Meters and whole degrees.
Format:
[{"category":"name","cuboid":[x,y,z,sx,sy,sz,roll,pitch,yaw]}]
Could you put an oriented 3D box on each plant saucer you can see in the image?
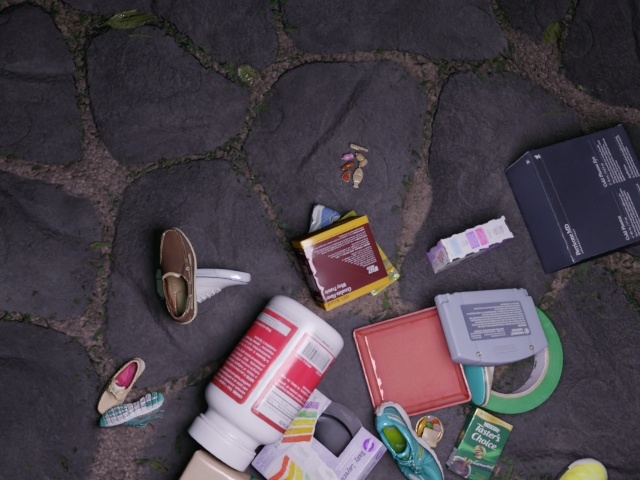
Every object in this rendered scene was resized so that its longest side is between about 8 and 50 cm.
[{"category":"plant saucer","cuboid":[0.246,0.333,1.670,0.259,0.048,0.258,-18,79,13]}]

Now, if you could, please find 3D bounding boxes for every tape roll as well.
[{"category":"tape roll","cuboid":[0.504,0.315,1.721,0.322,0.077,0.321,1,77,-6]}]

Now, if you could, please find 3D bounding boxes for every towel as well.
[{"category":"towel","cuboid":[0.122,0.036,1.744,0.102,0.021,0.237,-38,100,-14]}]

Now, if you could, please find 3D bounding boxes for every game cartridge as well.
[{"category":"game cartridge","cuboid":[0.449,0.227,1.617,0.297,0.062,0.198,-1,69,-25]}]

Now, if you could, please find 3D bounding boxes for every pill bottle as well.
[{"category":"pill bottle","cuboid":[-0.141,0.359,1.567,0.229,0.229,0.407,36,76,3]}]

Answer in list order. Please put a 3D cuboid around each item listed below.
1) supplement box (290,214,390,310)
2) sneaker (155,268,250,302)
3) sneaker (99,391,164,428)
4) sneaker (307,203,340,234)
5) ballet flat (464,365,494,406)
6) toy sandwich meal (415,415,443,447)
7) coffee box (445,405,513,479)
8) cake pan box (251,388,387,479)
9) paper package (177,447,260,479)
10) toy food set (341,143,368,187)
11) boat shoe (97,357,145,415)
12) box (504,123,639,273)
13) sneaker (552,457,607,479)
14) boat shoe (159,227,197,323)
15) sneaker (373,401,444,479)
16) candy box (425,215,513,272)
[{"category":"supplement box","cuboid":[0.051,0.057,1.650,0.191,0.129,0.194,-23,96,-13]},{"category":"sneaker","cuboid":[-0.319,0.123,1.686,0.258,0.094,0.091,-1,86,3]},{"category":"sneaker","cuboid":[-0.478,0.456,1.590,0.167,0.065,0.076,-16,120,-11]},{"category":"sneaker","cuboid":[0.000,0.000,1.744,0.081,0.080,0.211,12,77,1]},{"category":"ballet flat","cuboid":[0.418,0.309,1.639,0.086,0.086,0.248,-11,77,-8]},{"category":"toy sandwich meal","cuboid":[0.296,0.517,1.675,0.086,0.029,0.085,1,76,-5]},{"category":"coffee box","cuboid":[0.426,0.552,1.662,0.113,0.040,0.184,29,84,2]},{"category":"cake pan box","cuboid":[-0.001,0.543,1.570,0.246,0.070,0.267,35,75,29]},{"category":"paper package","cuboid":[-0.246,0.714,1.498,0.325,0.168,0.309,32,78,3]},{"category":"toy food set","cuboid":[0.096,-0.221,1.840,0.078,0.019,0.122,20,83,0]},{"category":"boat shoe","cuboid":[-0.525,0.378,1.610,0.063,0.059,0.170,32,75,2]},{"category":"box","cuboid":[0.764,-0.117,1.798,0.313,0.179,0.343,-16,78,-10]},{"category":"sneaker","cuboid":[0.639,0.740,1.596,0.145,0.147,0.384,37,75,6]},{"category":"boat shoe","cuboid":[-0.369,0.086,1.598,0.095,0.095,0.257,-15,80,2]},{"category":"sneaker","cuboid":[0.220,0.551,1.597,0.107,0.110,0.275,-35,97,13]},{"category":"candy box","cuboid":[0.415,0.014,1.738,0.196,0.165,0.070,-21,79,-10]}]
